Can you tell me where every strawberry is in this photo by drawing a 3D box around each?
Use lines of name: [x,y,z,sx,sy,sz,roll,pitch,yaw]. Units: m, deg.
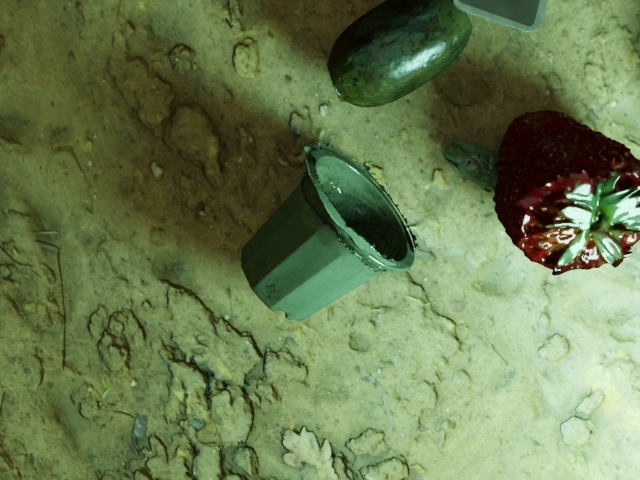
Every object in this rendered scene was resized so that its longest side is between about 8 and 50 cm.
strawberry: [0.443,-0.088,1.273,0.261,0.257,0.261,-5,121,-7]

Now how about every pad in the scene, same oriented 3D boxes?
pad: [0.331,-0.505,1.232,0.176,0.002,0.266,14,88,-11]

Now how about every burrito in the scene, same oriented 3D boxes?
burrito: [0.290,-0.145,1.356,0.118,0.044,0.074,25,107,-1]

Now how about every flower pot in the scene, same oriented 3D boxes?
flower pot: [0.000,0.000,1.329,0.259,0.290,0.290,-40,93,27]

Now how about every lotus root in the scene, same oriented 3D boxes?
lotus root: [0.138,-0.345,1.281,0.275,0.152,0.160,-31,92,10]
